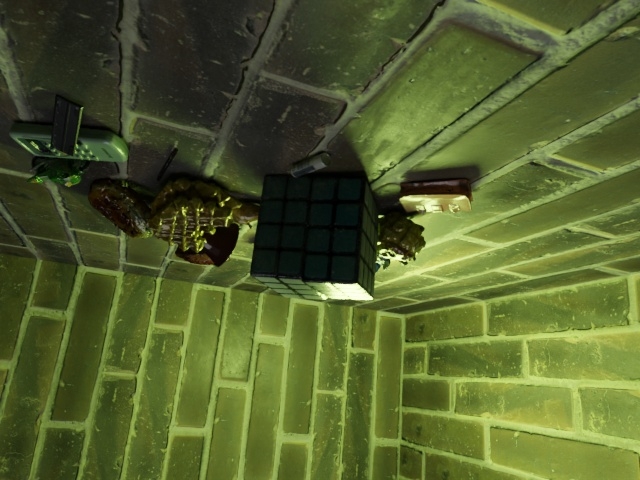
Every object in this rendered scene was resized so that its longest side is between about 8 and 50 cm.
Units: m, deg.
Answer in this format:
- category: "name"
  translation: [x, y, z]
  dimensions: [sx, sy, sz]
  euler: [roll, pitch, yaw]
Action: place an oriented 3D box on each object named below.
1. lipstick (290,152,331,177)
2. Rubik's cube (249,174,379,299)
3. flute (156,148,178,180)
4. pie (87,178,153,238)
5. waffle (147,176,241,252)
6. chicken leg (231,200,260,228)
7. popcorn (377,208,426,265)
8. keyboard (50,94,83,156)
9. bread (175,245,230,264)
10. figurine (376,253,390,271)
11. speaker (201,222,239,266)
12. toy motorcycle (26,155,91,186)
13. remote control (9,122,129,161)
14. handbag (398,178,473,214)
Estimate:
- category: "lipstick"
  translation: [-0.031, -0.215, 1.395]
  dimensions: [0.040, 0.040, 0.141]
  euler: [19, 158, -39]
- category: "Rubik's cube"
  translation: [0.000, 0.000, 1.589]
  dimensions: [0.337, 0.344, 0.344]
  euler: [0, 165, 15]
- category: "flute"
  translation: [-0.481, -0.233, 1.518]
  dimensions: [0.014, 0.014, 0.269]
  euler: [13, 161, -26]
- category: "pie"
  translation: [-0.721, -0.107, 1.778]
  dimensions: [0.308, 0.085, 0.308]
  euler: [24, 146, 17]
- category: "waffle"
  translation: [-0.451, -0.089, 1.692]
  dimensions: [0.261, 0.151, 0.324]
  euler: [19, 144, -29]
- category: "chicken leg"
  translation: [-0.226, -0.095, 1.784]
  dimensions: [0.208, 0.085, 0.101]
  euler: [2, 138, -1]
- category: "popcorn"
  translation: [0.281, -0.011, 1.775]
  dimensions: [0.189, 0.169, 0.218]
  euler: [21, 168, -27]
- category: "keyboard"
  translation: [-0.662, -0.293, 1.263]
  dimensions: [0.067, 0.011, 0.202]
  euler: [23, 141, -19]
- category: "bread"
  translation: [-0.548, 0.050, 2.276]
  dimensions: [0.247, 0.135, 0.232]
  euler: [-1, 163, 19]
- category: "figurine"
  translation: [0.181, 0.041, 2.092]
  dimensions: [0.164, 0.120, 0.262]
  euler: [-19, 135, 41]
- category: "speaker"
  translation: [-0.519, -0.059, 1.980]
  dimensions: [0.329, 0.198, 0.259]
  euler: [29, -167, -23]
- category: "toy motorcycle"
  translation: [-0.809, -0.217, 1.507]
  dimensions: [0.190, 0.106, 0.074]
  euler: [2, 163, 5]
- category: "remote control"
  translation: [-0.701, -0.273, 1.376]
  dimensions: [0.296, 0.056, 0.140]
  euler: [6, 165, 1]
- category: "handbag"
  translation: [0.361, -0.133, 1.519]
  dimensions: [0.213, 0.059, 0.157]
  euler: [0, 162, 22]
